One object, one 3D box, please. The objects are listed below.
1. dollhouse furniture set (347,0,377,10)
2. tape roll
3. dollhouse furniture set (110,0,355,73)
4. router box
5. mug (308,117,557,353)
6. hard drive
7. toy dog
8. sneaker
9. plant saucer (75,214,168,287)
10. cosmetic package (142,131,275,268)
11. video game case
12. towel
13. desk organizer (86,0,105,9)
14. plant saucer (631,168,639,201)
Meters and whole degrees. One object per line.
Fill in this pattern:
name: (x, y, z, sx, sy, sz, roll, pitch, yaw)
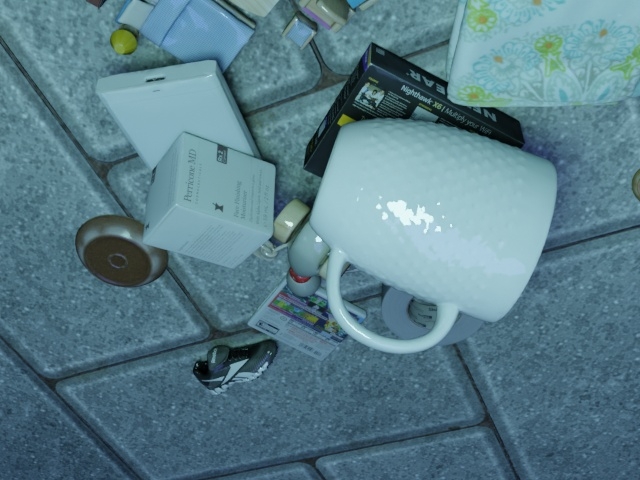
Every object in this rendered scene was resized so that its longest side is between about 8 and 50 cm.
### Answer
dollhouse furniture set: (0.061, -0.429, 1.106, 0.128, 0.129, 0.184, -27, 121, 25)
tape roll: (0.236, 0.120, 1.586, 0.219, 0.072, 0.219, 2, 130, 3)
dollhouse furniture set: (-0.152, -0.318, 1.175, 0.286, 0.198, 0.303, 34, 125, -21)
router box: (0.159, -0.167, 1.347, 0.308, 0.081, 0.243, 25, 128, -15)
mug: (0.145, -0.007, 1.201, 0.327, 0.374, 0.276, 19, 169, -2)
hard drive: (-0.229, -0.182, 1.333, 0.202, 0.040, 0.308, -6, 148, 10)
toy dog: (0.000, 0.000, 1.443, 0.220, 0.161, 0.333, 47, 163, -12)
sneaker: (-0.205, 0.280, 1.757, 0.234, 0.078, 0.106, -31, 123, 29)
plant saucer: (-0.421, 0.034, 1.600, 0.198, 0.036, 0.199, 3, 131, 3)
cosmetic package: (-0.195, -0.065, 1.339, 0.183, 0.151, 0.151, 17, 146, -29)
video game case: (-0.031, 0.171, 1.686, 0.201, 0.023, 0.183, 29, 127, -16)
towel: (0.362, -0.335, 1.108, 0.320, 0.090, 0.375, 0, 148, -1)
desk organizer: (-0.344, -0.436, 1.194, 0.050, 0.047, 0.130, 26, 127, -13)
plant saucer: (0.604, -0.097, 1.379, 0.083, 0.015, 0.084, 14, 118, 29)
